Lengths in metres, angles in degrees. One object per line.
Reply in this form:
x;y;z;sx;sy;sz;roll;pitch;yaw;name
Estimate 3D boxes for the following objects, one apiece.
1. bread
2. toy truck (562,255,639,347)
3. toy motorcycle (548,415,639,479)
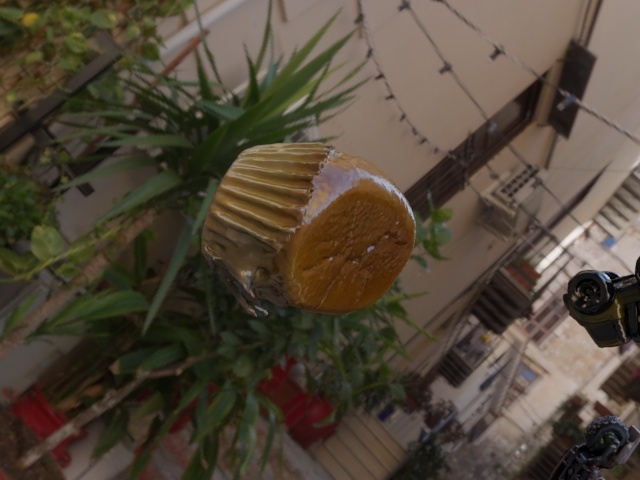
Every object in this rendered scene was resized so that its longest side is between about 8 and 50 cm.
0.003;-0.013;1.033;0.183;0.236;0.389;19;5;26;bread
0.519;0.110;1.167;0.147;0.224;0.165;8;66;-55;toy truck
0.421;0.367;1.108;0.122;0.213;0.082;19;17;-22;toy motorcycle
